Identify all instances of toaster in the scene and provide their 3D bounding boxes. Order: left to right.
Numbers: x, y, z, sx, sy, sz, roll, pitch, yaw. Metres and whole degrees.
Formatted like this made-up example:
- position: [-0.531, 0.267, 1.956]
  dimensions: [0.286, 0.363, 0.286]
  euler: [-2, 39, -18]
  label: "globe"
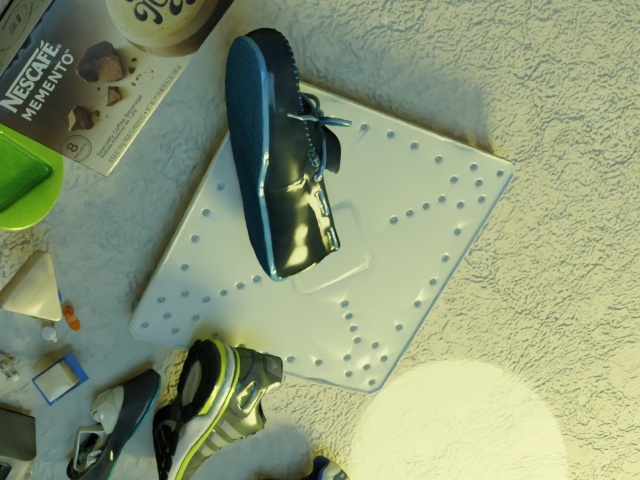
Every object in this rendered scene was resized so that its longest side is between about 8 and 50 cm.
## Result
- position: [-0.469, 0.285, 1.606]
  dimensions: [0.185, 0.110, 0.168]
  euler: [24, 111, -31]
  label: "toaster"

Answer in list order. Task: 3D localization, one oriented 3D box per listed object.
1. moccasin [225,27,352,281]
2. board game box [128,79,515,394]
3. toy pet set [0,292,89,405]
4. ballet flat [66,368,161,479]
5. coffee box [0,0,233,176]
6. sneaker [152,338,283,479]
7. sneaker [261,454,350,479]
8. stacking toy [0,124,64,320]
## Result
- position: [-0.035, -0.106, 1.454]
  dimensions: [0.116, 0.138, 0.342]
  euler: [-18, 140, -14]
  label: "moccasin"
- position: [0.000, 0.000, 1.630]
  dimensions: [0.390, 0.050, 0.390]
  euler: [17, 114, -29]
  label: "board game box"
- position: [-0.343, 0.141, 1.605]
  dimensions: [0.122, 0.065, 0.114]
  euler: [-35, 92, 1]
  label: "toy pet set"
- position: [-0.281, 0.249, 1.680]
  dimensions: [0.074, 0.074, 0.203]
  euler: [17, 117, -29]
  label: "ballet flat"
- position: [-0.223, -0.238, 1.344]
  dimensions: [0.168, 0.119, 0.297]
  euler: [28, 109, -34]
  label: "coffee box"
- position: [-0.140, 0.244, 1.674]
  dimensions: [0.121, 0.111, 0.300]
  euler: [7, 138, -24]
  label: "sneaker"
- position: [-0.087, 0.413, 1.856]
  dimensions: [0.296, 0.112, 0.131]
  euler: [-27, 110, -4]
  label: "sneaker"
- position: [-0.434, -0.015, 1.407]
  dimensions: [0.279, 0.130, 0.309]
  euler: [-11, 105, -48]
  label: "stacking toy"
